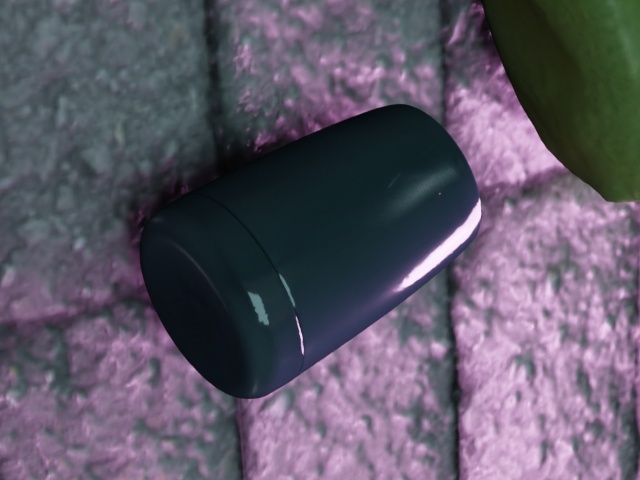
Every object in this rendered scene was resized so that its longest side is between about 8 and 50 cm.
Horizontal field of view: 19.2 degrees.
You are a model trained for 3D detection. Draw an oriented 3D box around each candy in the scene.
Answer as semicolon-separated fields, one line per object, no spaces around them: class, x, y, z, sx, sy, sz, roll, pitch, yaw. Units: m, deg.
candy;0.158;-0.177;1.113;0.132;0.142;0.343;-47;130;-28

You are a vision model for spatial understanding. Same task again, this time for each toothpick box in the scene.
toothpick box;0.000;0.000;1.083;0.184;0.120;0.120;-30;123;-26
